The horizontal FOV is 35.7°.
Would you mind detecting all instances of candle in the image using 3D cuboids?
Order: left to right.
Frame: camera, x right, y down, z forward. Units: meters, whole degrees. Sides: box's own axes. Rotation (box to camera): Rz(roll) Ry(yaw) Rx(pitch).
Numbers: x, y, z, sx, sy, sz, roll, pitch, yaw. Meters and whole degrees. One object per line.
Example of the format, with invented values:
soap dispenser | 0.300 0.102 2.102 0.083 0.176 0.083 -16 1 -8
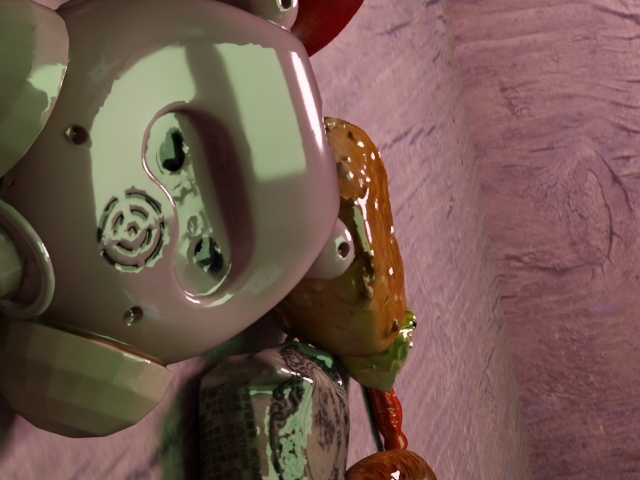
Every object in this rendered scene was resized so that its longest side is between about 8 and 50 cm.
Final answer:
candle | 0.104 0.250 1.730 0.051 0.048 0.329 -42 123 -51

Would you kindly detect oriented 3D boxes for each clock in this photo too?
clock | -0.146 -0.043 0.799 0.326 0.184 0.342 -29 109 -39

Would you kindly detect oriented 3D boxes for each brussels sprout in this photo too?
brussels sprout | 0.078 0.158 1.586 0.151 0.122 0.149 111 -3 -58

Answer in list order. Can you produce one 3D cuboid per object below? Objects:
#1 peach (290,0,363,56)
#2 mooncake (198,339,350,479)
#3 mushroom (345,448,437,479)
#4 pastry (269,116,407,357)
peach | -0.080 -0.331 1.187 0.258 0.201 0.361 43 17 -16
mooncake | -0.046 0.243 1.145 0.250 0.136 0.254 19 65 -74
mushroom | 0.089 0.436 1.376 0.263 0.195 0.283 59 12 -35
pastry | 0.000 0.000 1.299 0.284 0.184 0.315 -47 126 -75
